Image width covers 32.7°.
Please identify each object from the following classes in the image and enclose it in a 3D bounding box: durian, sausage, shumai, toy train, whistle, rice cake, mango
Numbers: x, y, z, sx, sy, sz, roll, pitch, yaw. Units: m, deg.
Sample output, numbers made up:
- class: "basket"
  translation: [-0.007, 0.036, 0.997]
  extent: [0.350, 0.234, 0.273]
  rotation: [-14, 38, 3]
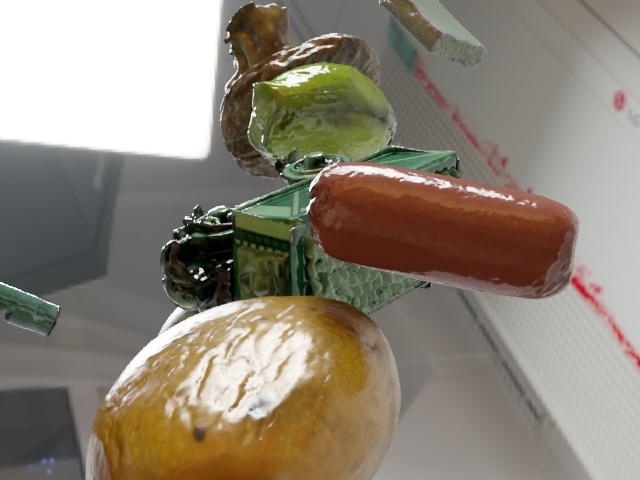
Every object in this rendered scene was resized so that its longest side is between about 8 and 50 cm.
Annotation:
- class: "durian"
  translation: [0.009, -0.121, 1.176]
  extent: [0.139, 0.250, 0.101]
  rotation: [-34, -109, 21]
- class: "sausage"
  translation: [0.067, -0.006, 0.620]
  extent: [0.062, 0.154, 0.062]
  rotation: [12, 90, -80]
- class: "shumai"
  translation: [-0.043, -0.180, 1.280]
  extent: [0.153, 0.209, 0.161]
  rotation: [44, -10, 32]
- class: "toy train"
  translation: [0.000, 0.000, 0.854]
  extent: [0.154, 0.269, 0.115]
  rotation: [13, -67, 34]
- class: "whistle"
  translation: [-0.357, 0.049, 1.109]
  extent: [0.039, 0.186, 0.039]
  rotation: [-41, -145, 37]
- class: "rice cake"
  translation: [0.134, -0.339, 1.561]
  extent: [0.043, 0.127, 0.237]
  rotation: [-51, -127, 26]
- class: "mango"
  translation: [-0.037, 0.089, 0.600]
  extent: [0.262, 0.157, 0.108]
  rotation: [-68, 146, -65]

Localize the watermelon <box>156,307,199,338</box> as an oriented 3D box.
- class: "watermelon"
  translation: [-0.101, 0.079, 1.022]
  extent: [0.163, 0.087, 0.068]
  rotation: [8, -98, 56]
